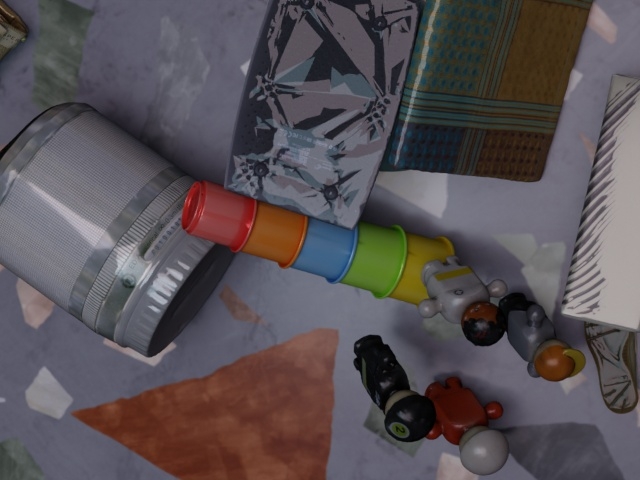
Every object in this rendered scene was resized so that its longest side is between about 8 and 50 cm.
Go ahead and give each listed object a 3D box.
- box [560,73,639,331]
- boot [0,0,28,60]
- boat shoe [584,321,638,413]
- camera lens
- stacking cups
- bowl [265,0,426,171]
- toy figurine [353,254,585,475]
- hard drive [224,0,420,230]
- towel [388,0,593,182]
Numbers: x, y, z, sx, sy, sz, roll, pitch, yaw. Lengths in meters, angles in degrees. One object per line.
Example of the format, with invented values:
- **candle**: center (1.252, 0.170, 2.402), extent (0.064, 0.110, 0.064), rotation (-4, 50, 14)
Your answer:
- **box**: center (0.345, -0.039, 1.531), extent (0.094, 0.113, 0.275), rotation (12, 90, 15)
- **boot**: center (-0.442, -0.191, 1.734), extent (0.203, 0.095, 0.262), rotation (-38, 83, 14)
- **boat shoe**: center (0.346, 0.125, 1.609), extent (0.056, 0.048, 0.153), rotation (-13, 87, 19)
- **camera lens**: center (-0.259, -0.017, 1.642), extent (0.274, 0.219, 0.219), rotation (35, 103, 8)
- **stacking cups**: center (0.000, 0.000, 1.564), extent (0.316, 0.096, 0.096), rotation (17, 103, -24)
- **bowl**: center (0.061, -0.228, 1.570), extent (0.311, 0.163, 0.312), rotation (2, 97, 15)
- **toy figurine**: center (0.167, 0.144, 1.554), extent (0.213, 0.148, 0.209), rotation (32, 105, -36)
- **hard drive**: center (0.004, -0.155, 1.480), extent (0.172, 0.054, 0.255), rotation (18, 101, 11)
- **towel**: center (0.204, -0.250, 1.495), extent (0.040, 0.271, 0.370), rotation (25, 106, 42)
